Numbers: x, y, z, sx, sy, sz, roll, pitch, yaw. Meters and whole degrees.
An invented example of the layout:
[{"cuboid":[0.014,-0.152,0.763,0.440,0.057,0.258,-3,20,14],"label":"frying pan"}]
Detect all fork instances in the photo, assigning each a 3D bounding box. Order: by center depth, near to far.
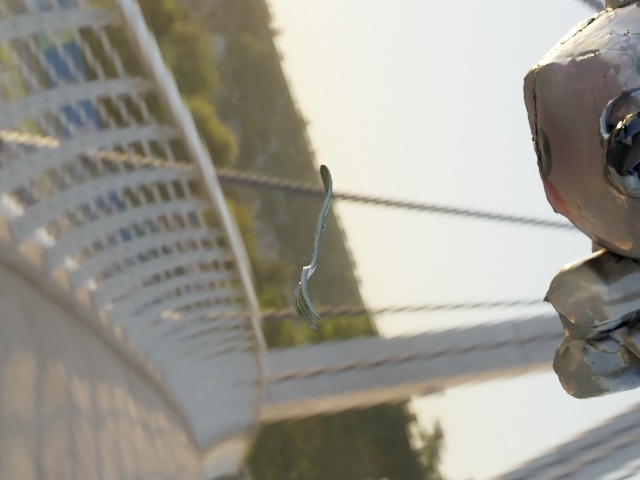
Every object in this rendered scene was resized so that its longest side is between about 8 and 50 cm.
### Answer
[{"cuboid":[-0.007,-0.001,1.612,0.034,0.028,0.219,100,-4,-48],"label":"fork"}]

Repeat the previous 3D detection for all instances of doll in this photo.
[{"cuboid":[0.140,-0.022,0.688,0.149,0.095,0.192,-71,155,-42],"label":"doll"}]
